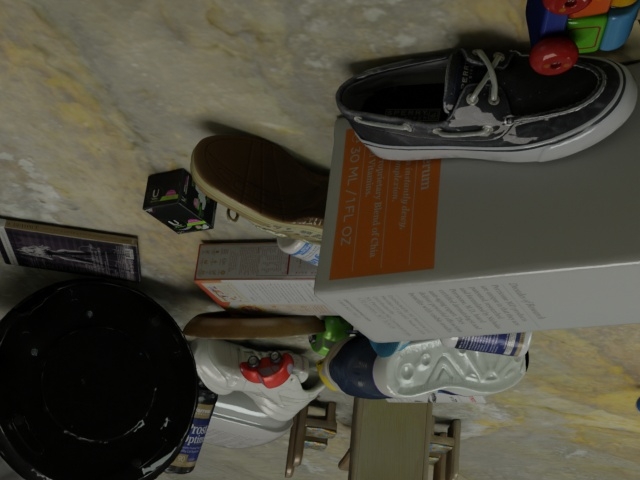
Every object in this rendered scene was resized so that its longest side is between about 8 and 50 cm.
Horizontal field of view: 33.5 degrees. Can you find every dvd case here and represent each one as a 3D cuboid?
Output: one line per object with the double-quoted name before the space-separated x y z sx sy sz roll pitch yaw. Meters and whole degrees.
"dvd case" -0.395 0.017 1.669 0.221 0.018 0.164 8 157 -4

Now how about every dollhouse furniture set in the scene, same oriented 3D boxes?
"dollhouse furniture set" 0.119 0.490 2.295 0.362 0.256 0.394 9 156 -4

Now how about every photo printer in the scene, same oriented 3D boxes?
"photo printer" -0.227 0.371 2.304 0.307 0.107 0.256 20 153 -28

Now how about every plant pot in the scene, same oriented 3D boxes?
"plant pot" -0.108 0.135 1.746 0.236 0.032 0.236 0 -179 0

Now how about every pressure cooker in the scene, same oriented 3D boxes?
"pressure cooker" -0.434 0.277 1.841 0.370 0.375 0.420 46 149 -10

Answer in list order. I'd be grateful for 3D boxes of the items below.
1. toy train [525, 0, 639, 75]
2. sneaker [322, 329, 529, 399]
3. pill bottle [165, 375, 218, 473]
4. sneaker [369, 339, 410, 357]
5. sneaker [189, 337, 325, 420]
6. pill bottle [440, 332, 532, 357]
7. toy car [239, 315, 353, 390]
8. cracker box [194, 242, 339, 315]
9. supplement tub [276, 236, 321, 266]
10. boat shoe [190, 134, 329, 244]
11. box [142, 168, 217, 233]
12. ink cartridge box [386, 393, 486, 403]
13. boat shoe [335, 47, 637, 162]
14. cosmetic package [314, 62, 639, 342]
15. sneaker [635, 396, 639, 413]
"toy train" 0.242 -0.238 0.847 0.143 0.105 0.248 -5 155 1
"sneaker" 0.162 0.199 1.804 0.322 0.130 0.236 -4 180 -33
"pill bottle" -0.272 0.331 2.070 0.122 0.219 0.123 19 -177 -1
"sneaker" 0.139 0.098 1.575 0.092 0.087 0.229 -14 154 -34
"sneaker" -0.116 0.237 2.017 0.152 0.114 0.305 -35 136 26
"pill bottle" 0.237 0.125 1.650 0.169 0.094 0.094 8 156 -3
"toy car" -0.004 0.206 1.886 0.239 0.053 0.225 5 144 -22
"cracker box" -0.055 0.060 1.616 0.232 0.067 0.156 0 157 17
"supplement tub" 0.000 0.000 1.464 0.107 0.071 0.071 24 151 -32
"boat shoe" -0.049 -0.046 1.332 0.285 0.105 0.089 22 149 -32
"box" -0.187 -0.051 1.422 0.062 0.052 0.083 -9 151 29
"ink cartridge box" 0.199 0.239 1.933 0.190 0.082 0.139 -1 155 20
"boat shoe" 0.158 -0.146 1.068 0.301 0.108 0.102 1 158 31
"cosmetic package" 0.234 -0.034 1.134 0.453 0.230 0.161 -8 151 27
"sneaker" 0.654 0.289 1.946 0.152 0.058 0.084 -5 159 15
